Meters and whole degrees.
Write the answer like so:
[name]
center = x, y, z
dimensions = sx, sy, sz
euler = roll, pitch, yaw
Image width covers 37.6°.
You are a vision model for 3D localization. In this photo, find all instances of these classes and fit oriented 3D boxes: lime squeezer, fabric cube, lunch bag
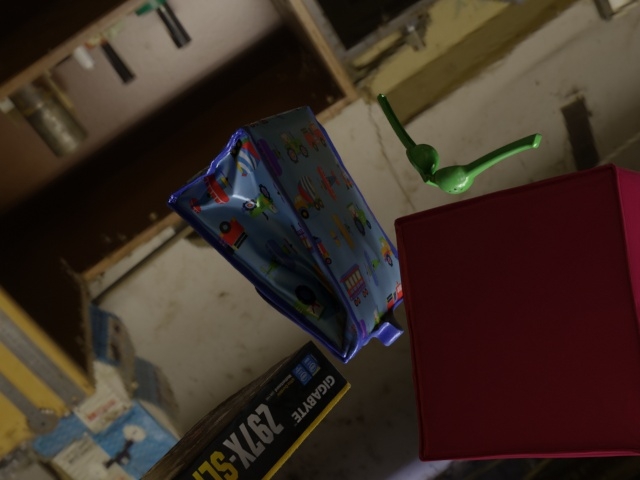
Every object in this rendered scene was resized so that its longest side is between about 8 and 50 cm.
[lime squeezer]
center = 0.168, -0.129, 1.340
dimensions = 0.058, 0.110, 0.310
euler = -10, -157, -37
[fabric cube]
center = 0.262, 0.085, 0.958
dimensions = 0.254, 0.258, 0.259
euler = -13, -102, 41
[lunch bag]
center = 0.000, 0.000, 1.112
dimensions = 0.138, 0.293, 0.221
euler = -41, 179, 23

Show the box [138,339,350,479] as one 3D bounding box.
[box]
center = -0.138, 0.266, 1.036
dimensions = 0.257, 0.079, 0.322
euler = -42, 179, 44
